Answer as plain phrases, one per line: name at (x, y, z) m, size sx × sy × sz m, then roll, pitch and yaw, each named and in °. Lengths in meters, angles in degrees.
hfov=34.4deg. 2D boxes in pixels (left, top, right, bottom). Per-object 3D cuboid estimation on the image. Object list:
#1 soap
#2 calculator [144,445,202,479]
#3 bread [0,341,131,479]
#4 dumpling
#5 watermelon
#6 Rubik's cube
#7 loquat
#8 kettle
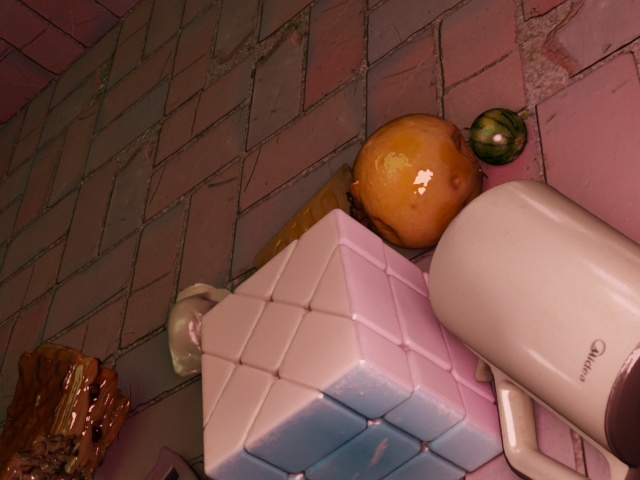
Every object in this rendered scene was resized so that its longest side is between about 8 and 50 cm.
soap at (0.000, 0.000, 1.987) m, size 0.274 × 0.089 × 0.173 m, roll -46°, pitch 33°, yaw 13°
calculator at (-0.276, 0.525, 1.929) m, size 0.194 × 0.043 × 0.294 m, roll -53°, pitch 36°, yaw 3°
bread at (-0.566, 0.421, 2.267) m, size 0.314 × 0.191 × 0.370 m, roll 7°, pitch 79°, yaw 49°
dumpling at (-0.238, 0.181, 2.129) m, size 0.151 × 0.124 × 0.229 m, roll -5°, pitch 55°, yaw 7°
watermelon at (0.298, -0.176, 1.747) m, size 0.109 × 0.109 × 0.109 m, roll -33°, pitch 39°, yaw 31°
Rubik's cube at (0.036, 0.209, 1.542) m, size 0.322 × 0.316 × 0.319 m, roll -38°, pitch 36°, yaw 23°
loquat at (0.151, -0.096, 1.741) m, size 0.244 × 0.244 × 0.244 m, roll -33°, pitch 39°, yaw 31°
kettle at (0.322, 0.150, 1.327) m, size 0.377 × 0.250 × 0.361 m, roll 41°, pitch 116°, yaw 55°
